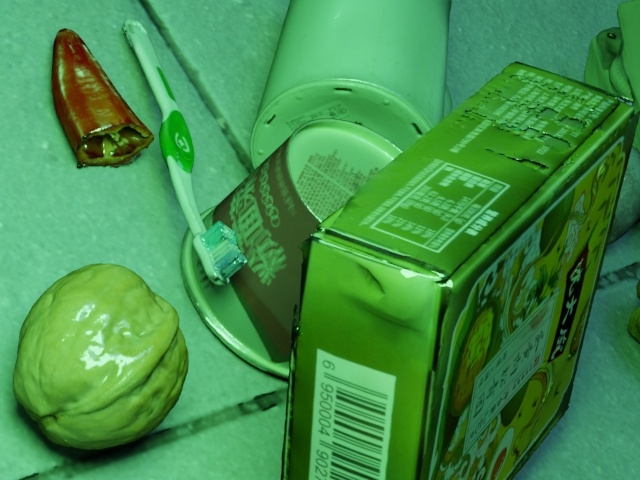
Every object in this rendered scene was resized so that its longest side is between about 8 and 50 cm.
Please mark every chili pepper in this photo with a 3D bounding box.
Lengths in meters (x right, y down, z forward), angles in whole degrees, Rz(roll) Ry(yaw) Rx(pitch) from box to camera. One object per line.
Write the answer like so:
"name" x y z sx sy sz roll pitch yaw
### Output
"chili pepper" -0.241 -0.158 1.586 0.088 0.065 0.169 -1 51 -39

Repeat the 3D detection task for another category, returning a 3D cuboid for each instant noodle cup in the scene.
"instant noodle cup" 0.000 0.000 1.536 0.234 0.178 0.235 21 42 -20

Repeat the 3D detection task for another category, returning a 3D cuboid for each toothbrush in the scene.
"toothbrush" -0.152 -0.103 1.575 0.042 0.040 0.418 33 21 -42

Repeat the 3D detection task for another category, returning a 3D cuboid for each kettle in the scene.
"kettle" 0.068 -0.177 1.734 0.265 0.205 0.318 25 40 -14

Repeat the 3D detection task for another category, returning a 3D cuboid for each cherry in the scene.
"cherry" 0.322 -0.070 1.917 0.188 0.115 0.148 7 89 -24

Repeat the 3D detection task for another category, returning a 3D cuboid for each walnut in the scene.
"walnut" -0.188 0.102 1.328 0.166 0.149 0.167 12 72 -43

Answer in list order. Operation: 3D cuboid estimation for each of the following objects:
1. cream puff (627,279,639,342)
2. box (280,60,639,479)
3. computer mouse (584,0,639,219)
"cream puff" 0.437 0.097 1.836 0.156 0.121 0.156 50 -2 2
"box" 0.125 0.084 1.402 0.138 0.373 0.420 21 34 24
"computer mouse" 0.474 -0.124 1.983 0.145 0.228 0.429 -12 62 -37
